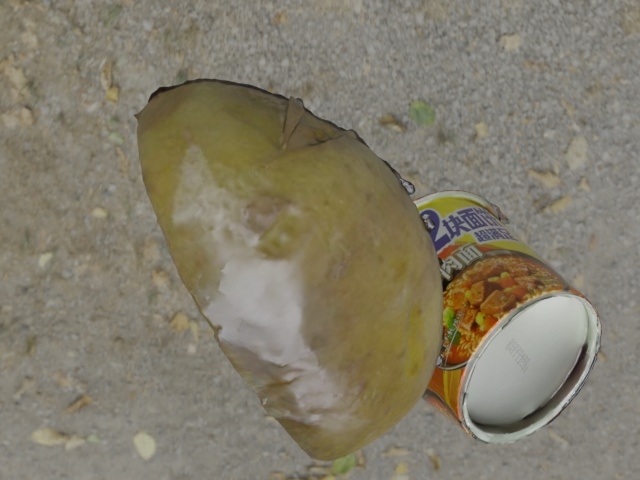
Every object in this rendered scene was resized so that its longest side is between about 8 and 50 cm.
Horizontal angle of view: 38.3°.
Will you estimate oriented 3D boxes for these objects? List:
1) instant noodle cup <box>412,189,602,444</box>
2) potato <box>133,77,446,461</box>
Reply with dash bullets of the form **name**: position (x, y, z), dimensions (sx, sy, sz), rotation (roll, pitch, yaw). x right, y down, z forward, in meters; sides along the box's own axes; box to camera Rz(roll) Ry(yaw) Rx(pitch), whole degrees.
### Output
- **instant noodle cup**: position (0.149, 0.079, 0.882), dimensions (0.213, 0.174, 0.213), rotation (-16, 124, -26)
- **potato**: position (0.006, 0.031, 0.490), dimensions (0.120, 0.100, 0.261), rotation (-22, 116, 15)
